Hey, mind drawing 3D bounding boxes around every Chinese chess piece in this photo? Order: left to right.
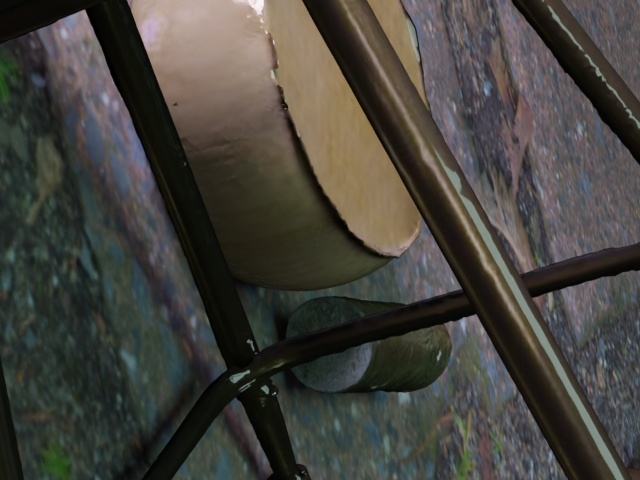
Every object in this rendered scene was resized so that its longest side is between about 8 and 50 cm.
[{"bbox_3d":[-0.019,-0.095,1.247,0.257,0.104,0.257,43,40,-52],"label":"Chinese chess piece"}]

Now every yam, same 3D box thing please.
[{"bbox_3d":[0.033,0.071,1.329,0.169,0.068,0.068,12,67,-69],"label":"yam"}]

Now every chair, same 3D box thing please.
[{"bbox_3d":[0.000,0.000,0.950,0.410,0.361,0.365,66,26,-15],"label":"chair"}]

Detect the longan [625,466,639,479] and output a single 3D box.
[{"bbox_3d":[0.255,0.299,1.524,0.248,0.248,0.248,42,42,-53],"label":"longan"}]
